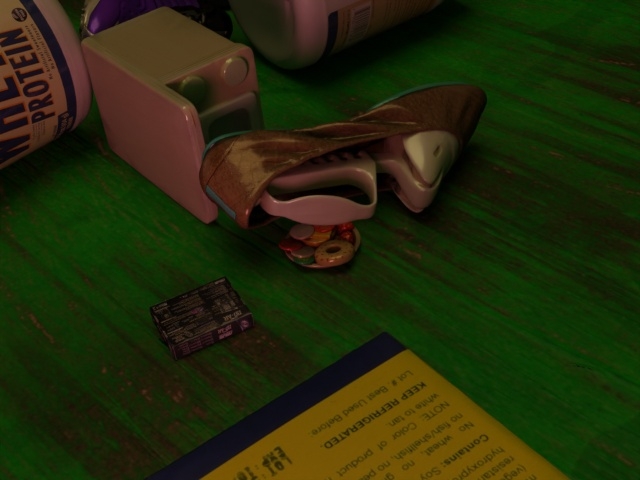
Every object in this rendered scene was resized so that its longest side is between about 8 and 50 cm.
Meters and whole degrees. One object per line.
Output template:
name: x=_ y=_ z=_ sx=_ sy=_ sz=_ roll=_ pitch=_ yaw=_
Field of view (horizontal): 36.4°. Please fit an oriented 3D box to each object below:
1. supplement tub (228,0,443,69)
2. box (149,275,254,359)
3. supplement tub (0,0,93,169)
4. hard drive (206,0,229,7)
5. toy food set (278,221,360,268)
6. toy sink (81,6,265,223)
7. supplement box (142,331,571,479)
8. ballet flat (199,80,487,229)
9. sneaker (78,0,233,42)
supplement tub: x=0.045 y=-0.389 z=1.320 sx=0.316 sy=0.228 sz=0.228 roll=-28 pitch=43 yaw=-24
box: x=-0.115 y=0.073 z=0.941 sx=0.083 sy=0.018 sz=0.067 roll=-23 pitch=41 yaw=-18
supplement tub: x=-0.459 y=-0.170 z=1.131 sx=0.235 sy=0.235 sz=0.325 roll=27 pitch=50 yaw=36
hard drive: x=-0.209 y=-0.419 z=1.540 sx=0.254 sy=0.054 sz=0.172 roll=-5 pitch=38 yaw=4
toy food set: x=0.000 y=0.000 z=1.010 sx=0.082 sy=0.020 sz=0.083 roll=5 pitch=41 yaw=15
toy sink: x=-0.150 y=-0.151 z=1.121 sx=0.131 sy=0.153 sz=0.234 roll=-30 pitch=43 yaw=-26
supplement box: x=0.080 y=0.252 z=0.545 sx=0.194 sy=0.195 sz=0.356 roll=-28 pitch=42 yaw=-23
ballet flat: x=0.046 y=-0.078 z=1.023 sx=0.342 sy=0.116 sz=0.124 roll=-13 pitch=52 yaw=-22
sneaker: x=-0.201 y=-0.277 z=1.285 sx=0.146 sy=0.102 sz=0.293 roll=15 pitch=24 yaw=13
